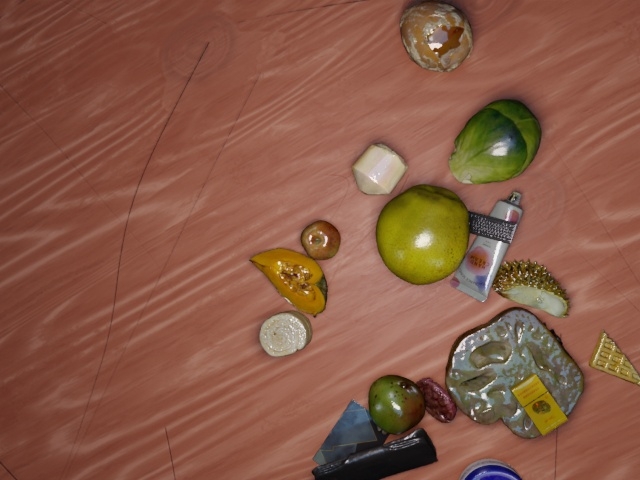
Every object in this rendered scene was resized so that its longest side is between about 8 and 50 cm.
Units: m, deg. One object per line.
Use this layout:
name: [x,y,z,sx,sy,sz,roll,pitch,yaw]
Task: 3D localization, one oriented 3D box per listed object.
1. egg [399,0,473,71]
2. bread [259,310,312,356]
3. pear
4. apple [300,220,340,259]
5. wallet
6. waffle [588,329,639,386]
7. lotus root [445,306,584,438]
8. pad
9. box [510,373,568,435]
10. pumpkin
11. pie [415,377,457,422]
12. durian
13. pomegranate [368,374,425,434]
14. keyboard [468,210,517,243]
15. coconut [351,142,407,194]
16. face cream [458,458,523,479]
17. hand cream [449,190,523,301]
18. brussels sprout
egg: [0.338,-0.602,1.589,0.195,0.195,0.233,-44,86,6]
bread: [-0.106,0.288,1.688,0.148,0.141,0.133,-10,85,7]
pear: [0.293,-0.013,1.566,0.294,0.294,0.294,0,91,8]
apple: [0.003,0.001,1.687,0.126,0.102,0.126,0,92,8]
wallet: [0.163,0.682,1.644,0.378,0.197,0.051,-23,43,7]
waffle: [0.907,0.355,1.596,0.191,0.032,0.125,20,91,6]
lotus root: [0.572,0.385,1.609,0.391,0.111,0.374,6,89,8]
pad: [0.103,0.651,1.728,0.164,0.004,0.243,32,95,7]
box: [0.623,0.467,1.540,0.087,0.023,0.155,-34,87,0]
pumpkin: [-0.076,0.131,1.714,0.279,0.111,0.163,19,134,27]
pie: [0.350,0.481,1.631,0.038,0.153,0.153,-26,86,-26]
durian: [0.629,0.146,1.600,0.252,0.144,0.139,14,114,3]
pomegranate: [0.219,0.512,1.636,0.180,0.180,0.209,26,121,7]
keyboard: [0.480,-0.044,1.614,0.202,0.011,0.067,19,96,37]
coconut: [0.174,-0.206,1.640,0.147,0.147,0.152,38,98,6]
face cream: [0.515,0.766,1.614,0.206,0.111,0.205,0,91,7]
hand cream: [0.512,0.009,1.621,0.124,0.078,0.340,29,96,35]
brussels sprout: [0.504,-0.272,1.567,0.271,0.210,0.219,-38,80,22]
